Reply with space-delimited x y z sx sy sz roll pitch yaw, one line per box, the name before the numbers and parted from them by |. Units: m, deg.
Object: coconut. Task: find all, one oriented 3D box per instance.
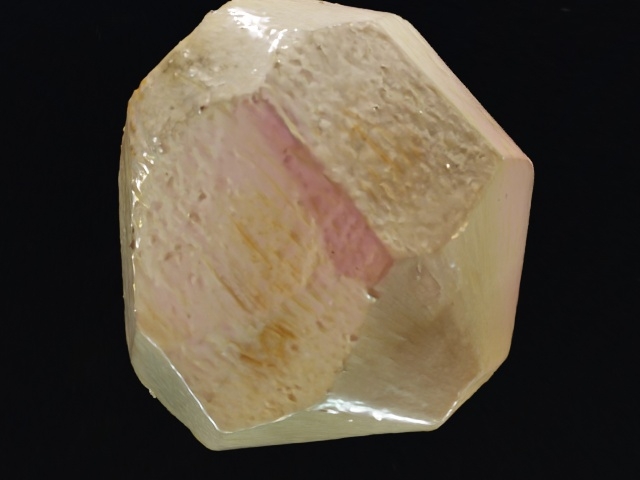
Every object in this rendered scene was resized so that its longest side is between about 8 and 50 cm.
coconut | 0.000 0.000 0.951 0.237 0.197 0.237 2 -83 21
